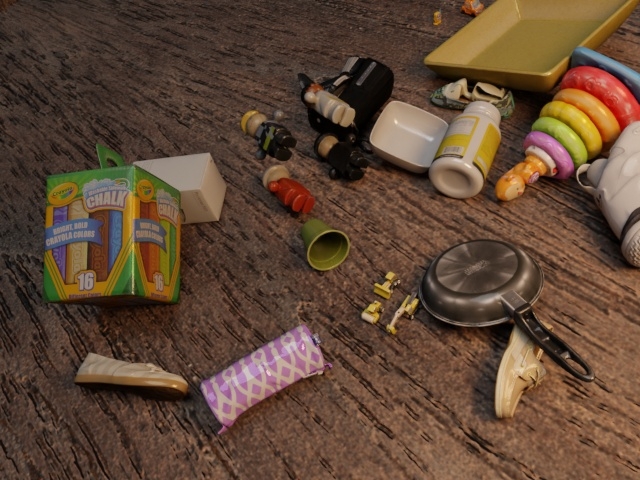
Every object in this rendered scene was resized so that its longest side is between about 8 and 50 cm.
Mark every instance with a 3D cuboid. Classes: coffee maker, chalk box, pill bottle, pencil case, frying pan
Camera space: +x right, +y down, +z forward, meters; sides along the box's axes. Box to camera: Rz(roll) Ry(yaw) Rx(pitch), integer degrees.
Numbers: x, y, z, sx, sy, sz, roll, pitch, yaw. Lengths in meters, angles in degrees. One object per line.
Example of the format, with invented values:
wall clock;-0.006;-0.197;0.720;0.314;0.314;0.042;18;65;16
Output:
coffee maker;0.085;-0.293;1.260;0.171;0.120;0.178;40;66;-7
chalk box;-0.371;-0.030;1.057;0.179;0.180;0.289;-4;80;13
pill bottle;0.281;-0.176;1.100;0.103;0.103;0.184;14;57;26
pencil case;-0.086;0.213;0.915;0.206;0.086;0.088;-29;78;-5
frying pan;0.254;0.096;0.880;0.197;0.053;0.326;-15;32;10

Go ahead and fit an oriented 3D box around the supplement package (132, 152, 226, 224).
supplement package;-0.304;-0.104;1.216;0.179;0.105;0.105;-5;51;14

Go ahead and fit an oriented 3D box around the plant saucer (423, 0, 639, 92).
plant saucer;0.444;-0.420;1.226;0.332;0.081;0.332;-41;38;-17

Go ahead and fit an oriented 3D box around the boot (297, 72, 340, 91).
boot;0.005;-0.366;1.374;0.099;0.045;0.121;-21;56;3

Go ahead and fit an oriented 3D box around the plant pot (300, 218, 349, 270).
plant pot;0.000;0.000;1.067;0.083;0.083;0.079;-29;37;-8

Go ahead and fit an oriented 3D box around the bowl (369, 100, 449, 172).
bowl;0.176;-0.201;1.166;0.142;0.053;0.142;25;61;8

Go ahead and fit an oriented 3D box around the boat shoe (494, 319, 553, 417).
boat shoe;0.295;0.181;0.835;0.059;0.063;0.170;10;55;30

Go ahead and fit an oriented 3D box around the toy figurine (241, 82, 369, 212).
toy figurine;-0.031;-0.186;1.133;0.213;0.210;0.148;-34;45;-12

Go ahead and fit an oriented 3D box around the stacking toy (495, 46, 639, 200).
stacking toy;0.430;-0.177;1.042;0.302;0.175;0.166;-43;58;-3

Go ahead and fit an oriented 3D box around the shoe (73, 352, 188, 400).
shoe;-0.317;0.225;0.974;0.218;0.077;0.058;1;58;20

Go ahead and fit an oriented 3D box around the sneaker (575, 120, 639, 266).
sneaker;0.608;-0.115;0.929;0.365;0.137;0.210;-24;52;1

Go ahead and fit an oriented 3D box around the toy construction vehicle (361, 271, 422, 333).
toy construction vehicle;0.118;0.102;0.970;0.085;0.035;0.098;29;65;33

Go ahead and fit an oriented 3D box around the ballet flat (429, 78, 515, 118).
ballet flat;0.318;-0.309;1.222;0.188;0.070;0.070;18;59;28

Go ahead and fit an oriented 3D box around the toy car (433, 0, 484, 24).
toy car;0.344;-0.568;1.437;0.122;0.041;0.060;-26;50;-6
